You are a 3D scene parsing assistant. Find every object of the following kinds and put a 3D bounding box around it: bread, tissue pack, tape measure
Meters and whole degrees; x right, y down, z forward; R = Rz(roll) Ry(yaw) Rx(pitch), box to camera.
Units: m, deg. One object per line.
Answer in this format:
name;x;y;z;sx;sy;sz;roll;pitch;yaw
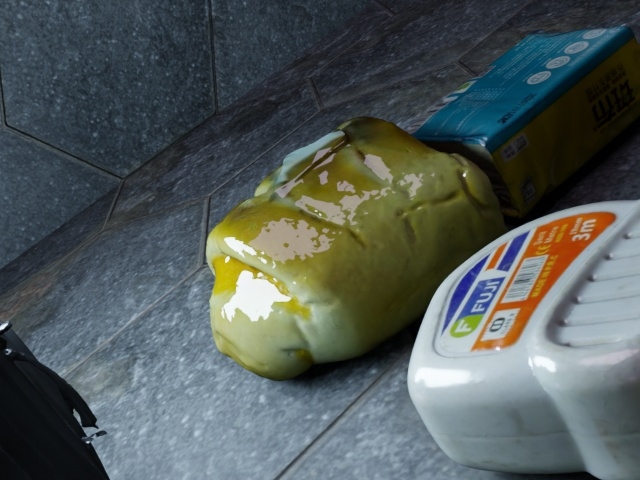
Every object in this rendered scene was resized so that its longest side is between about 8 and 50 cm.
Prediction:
bread;0.000;0.000;0.900;0.341;0.210;0.300;-35;22;-9
tissue pack;0.265;-0.152;0.974;0.271;0.134;0.192;-38;26;-16
tape measure;0.215;0.070;0.619;0.265;0.130;0.258;-15;25;42

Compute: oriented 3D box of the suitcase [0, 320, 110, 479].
suitcase;-0.393;0.234;0.726;0.339;0.345;0.188;-40;21;-20
